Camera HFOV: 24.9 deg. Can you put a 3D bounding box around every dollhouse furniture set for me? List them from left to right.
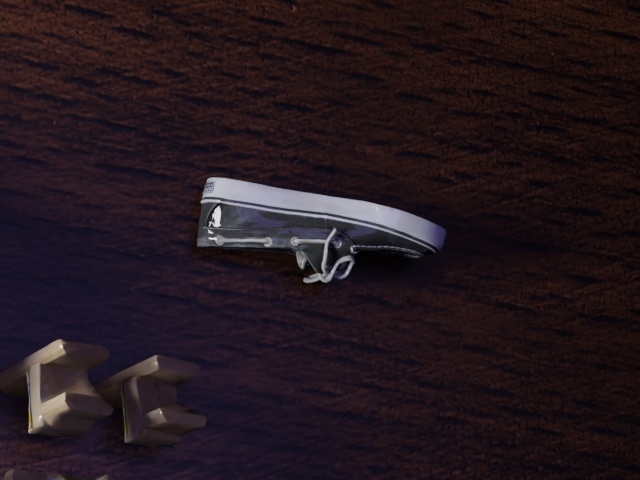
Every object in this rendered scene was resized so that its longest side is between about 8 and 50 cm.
[{"bbox_3d":[-0.332,0.312,1.541,0.394,0.256,0.362,17,57,-44],"label":"dollhouse furniture set"}]

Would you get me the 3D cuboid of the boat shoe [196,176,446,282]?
[{"bbox_3d":[0.000,-0.001,1.793,0.306,0.113,0.105,11,82,-11],"label":"boat shoe"}]
